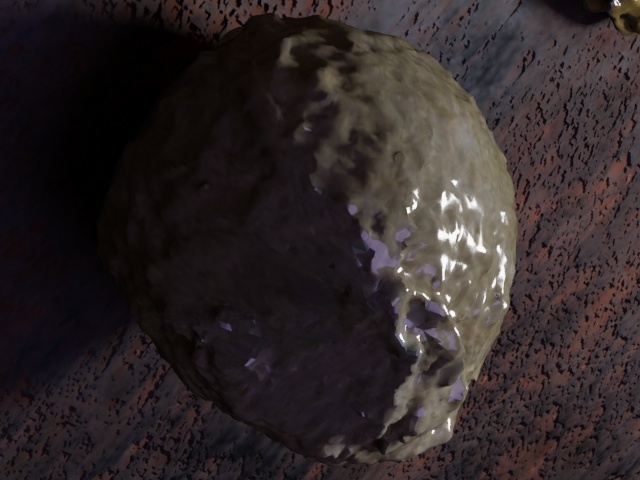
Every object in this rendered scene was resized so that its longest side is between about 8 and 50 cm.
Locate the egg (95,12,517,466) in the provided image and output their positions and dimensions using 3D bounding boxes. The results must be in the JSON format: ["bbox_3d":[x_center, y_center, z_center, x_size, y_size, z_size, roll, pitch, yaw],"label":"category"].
[{"bbox_3d":[0.000,0.000,1.241,0.279,0.279,0.310,-39,128,-11],"label":"egg"}]

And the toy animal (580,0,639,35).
[{"bbox_3d":[0.291,-0.217,1.498,0.275,0.054,0.149,3,118,-43],"label":"toy animal"}]
